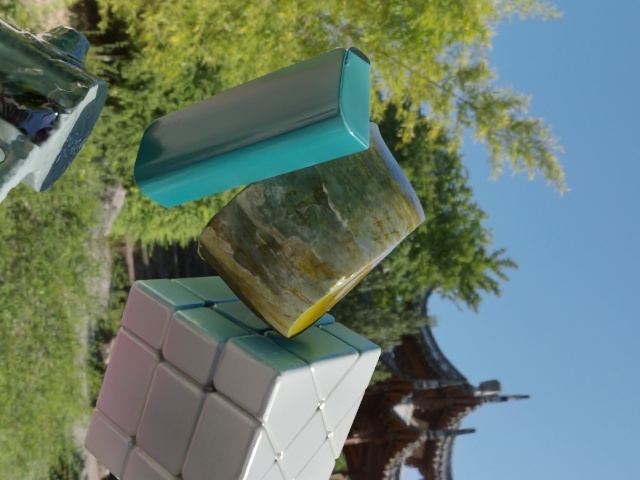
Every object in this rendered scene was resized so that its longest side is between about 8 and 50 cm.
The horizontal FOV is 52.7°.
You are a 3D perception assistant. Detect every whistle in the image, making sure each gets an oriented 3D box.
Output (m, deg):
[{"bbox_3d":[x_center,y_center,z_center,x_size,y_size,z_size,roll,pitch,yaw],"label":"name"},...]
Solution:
[{"bbox_3d":[-0.425,-0.148,0.836,0.188,0.168,0.404,-53,-167,31],"label":"whistle"}]

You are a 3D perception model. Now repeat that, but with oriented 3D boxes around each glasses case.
[{"bbox_3d":[-0.087,-0.130,0.747,0.070,0.301,0.117,31,54,-48],"label":"glasses case"}]

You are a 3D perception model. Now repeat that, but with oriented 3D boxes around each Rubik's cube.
[{"bbox_3d":[-0.142,0.261,1.082,0.316,0.322,0.318,27,-77,31],"label":"Rubik's cube"}]

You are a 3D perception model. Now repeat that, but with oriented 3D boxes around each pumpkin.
[{"bbox_3d":[0.000,0.000,0.962,0.199,0.332,0.332,56,-16,4],"label":"pumpkin"}]
